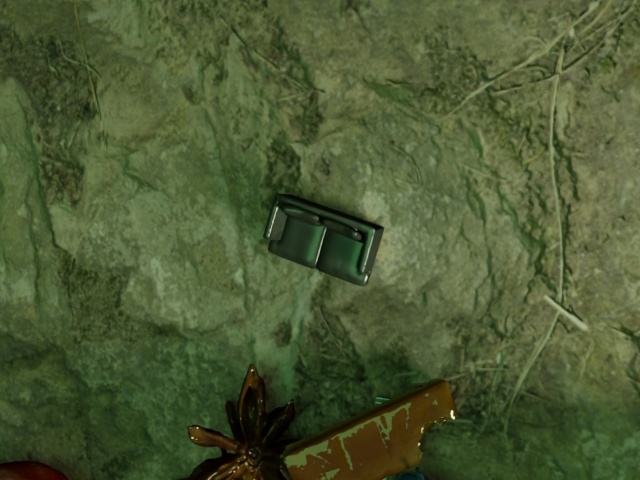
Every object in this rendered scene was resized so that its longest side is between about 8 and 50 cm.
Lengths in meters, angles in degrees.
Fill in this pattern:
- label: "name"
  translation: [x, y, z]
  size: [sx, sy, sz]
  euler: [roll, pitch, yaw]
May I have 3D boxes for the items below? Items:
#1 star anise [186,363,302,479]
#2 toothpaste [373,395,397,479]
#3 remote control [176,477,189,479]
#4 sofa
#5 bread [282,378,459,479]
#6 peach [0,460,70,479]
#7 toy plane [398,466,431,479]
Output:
- label: "star anise"
  translation: [-0.087, 0.289, 1.374]
  size: [0.196, 0.111, 0.212]
  euler: [27, 72, -1]
- label: "toothpaste"
  translation: [0.082, 0.301, 1.350]
  size: [0.048, 0.029, 0.197]
  euler: [7, 93, 16]
- label: "remote control"
  translation: [-0.168, 0.437, 1.459]
  size: [0.059, 0.028, 0.212]
  euler: [-16, 88, 18]
- label: "sofa"
  translation: [0.000, 0.000, 1.348]
  size: [0.147, 0.060, 0.085]
  euler: [21, 101, 19]
- label: "bread"
  translation: [0.069, 0.255, 1.311]
  size: [0.226, 0.049, 0.088]
  euler: [-24, 93, 3]
- label: "peach"
  translation: [-0.412, 0.481, 1.492]
  size: [0.281, 0.281, 0.338]
  euler: [-41, 113, 19]
- label: "toy plane"
  translation: [0.185, 0.361, 1.247]
  size: [0.254, 0.105, 0.271]
  euler: [-34, 51, -21]
